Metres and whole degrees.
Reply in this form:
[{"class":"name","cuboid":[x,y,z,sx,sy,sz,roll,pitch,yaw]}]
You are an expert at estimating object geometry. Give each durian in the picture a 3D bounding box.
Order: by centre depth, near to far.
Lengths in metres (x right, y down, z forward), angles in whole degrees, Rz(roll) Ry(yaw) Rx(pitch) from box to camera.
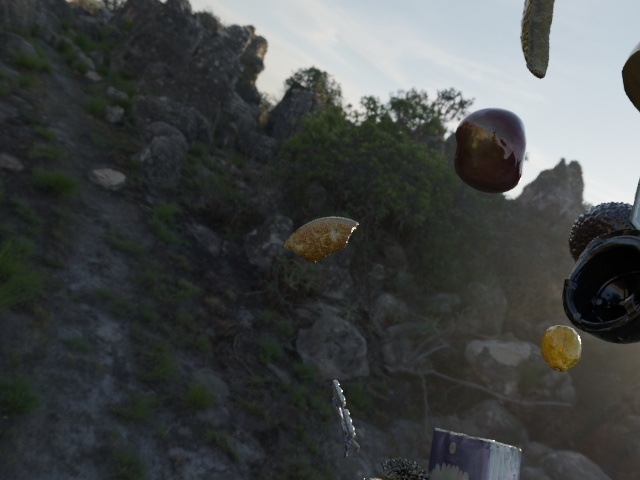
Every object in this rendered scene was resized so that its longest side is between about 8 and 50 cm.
[{"class":"durian","cuboid":[0.181,0.606,1.118,0.196,0.196,0.167,32,17,-1]}]

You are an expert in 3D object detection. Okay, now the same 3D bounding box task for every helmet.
[{"class":"helmet","cuboid":[0.710,0.123,1.139,0.160,0.279,0.230,36,-30,-14]}]

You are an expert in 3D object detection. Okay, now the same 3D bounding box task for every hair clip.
[{"class":"hair clip","cuboid":[0.068,0.573,1.566,0.140,0.054,0.220,87,-13,-50]}]

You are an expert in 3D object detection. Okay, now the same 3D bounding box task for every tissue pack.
[{"class":"tissue pack","cuboid":[0.347,0.647,1.168,0.125,0.344,0.242,19,-19,-16]}]

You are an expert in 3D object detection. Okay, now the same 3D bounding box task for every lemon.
[{"class":"lemon","cuboid":[0.735,0.330,1.499,0.114,0.155,0.114,14,-33,9]}]

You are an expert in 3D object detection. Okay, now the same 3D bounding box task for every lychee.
[{"class":"lychee","cuboid":[1.035,-0.004,1.721,0.300,0.300,0.300,31,10,-6]}]

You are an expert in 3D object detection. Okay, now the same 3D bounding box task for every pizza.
[{"class":"pizza","cuboid":[0.001,-0.007,1.660,0.134,0.271,0.056,62,6,-1]}]

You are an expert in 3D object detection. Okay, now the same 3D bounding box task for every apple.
[{"class":"apple","cuboid":[0.592,-0.312,1.727,0.234,0.306,0.305,2,4,13]}]

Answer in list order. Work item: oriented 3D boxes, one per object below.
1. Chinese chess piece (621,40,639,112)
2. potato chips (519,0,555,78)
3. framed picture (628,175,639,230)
[{"class":"Chinese chess piece","cuboid":[0.718,-0.308,0.943,0.251,0.097,0.251,49,0,0]},{"class":"potato chips","cuboid":[0.461,-0.526,0.992,0.057,0.407,0.080,12,3,-13]},{"class":"framed picture","cuboid":[0.923,-0.065,1.328,0.296,0.232,0.019,37,-22,-26]}]
